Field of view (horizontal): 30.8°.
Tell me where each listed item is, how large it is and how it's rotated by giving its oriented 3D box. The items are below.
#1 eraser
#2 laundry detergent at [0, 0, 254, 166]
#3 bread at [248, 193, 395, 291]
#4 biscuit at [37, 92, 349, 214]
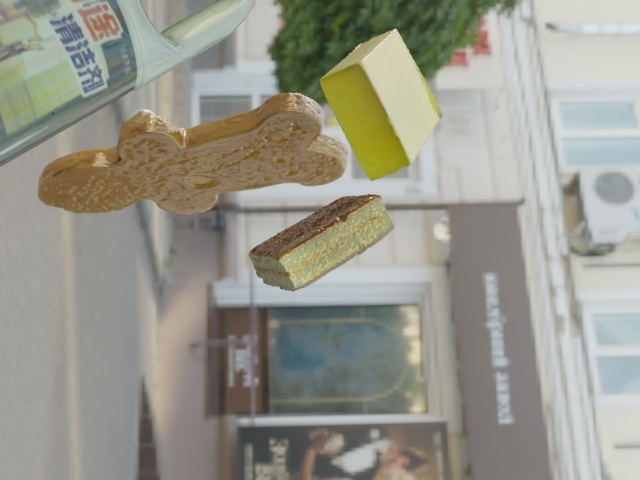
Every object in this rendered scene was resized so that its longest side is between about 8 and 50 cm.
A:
[{"bbox_3d":[0.055,-0.120,1.000,0.097,0.045,0.122,61,28,-12],"label":"eraser"},{"bbox_3d":[-0.090,-0.114,0.494,0.099,0.226,0.070,53,-33,0],"label":"laundry detergent"},{"bbox_3d":[0.000,0.000,0.876,0.035,0.094,0.090,62,-16,-10],"label":"bread"},{"bbox_3d":[-0.149,-0.093,1.284,0.216,0.340,0.047,56,24,-63],"label":"biscuit"}]
